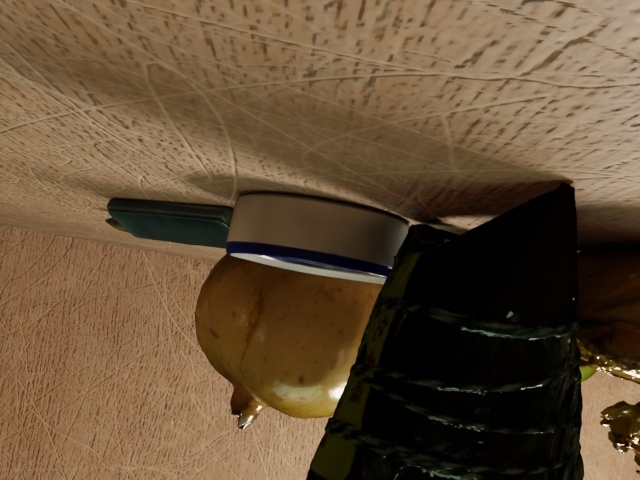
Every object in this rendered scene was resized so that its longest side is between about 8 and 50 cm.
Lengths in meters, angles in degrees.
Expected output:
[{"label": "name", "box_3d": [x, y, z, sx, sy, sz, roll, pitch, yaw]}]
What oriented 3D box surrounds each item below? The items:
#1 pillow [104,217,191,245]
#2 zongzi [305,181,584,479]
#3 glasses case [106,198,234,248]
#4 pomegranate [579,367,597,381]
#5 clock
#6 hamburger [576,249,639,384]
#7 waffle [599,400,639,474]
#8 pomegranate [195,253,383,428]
[{"label": "pillow", "box_3d": [-0.316, -0.018, 1.545, 0.203, 0.038, 0.113, 13, 173, -36]}, {"label": "zongzi", "box_3d": [0.151, 0.114, 0.717, 0.318, 0.384, 0.362, 6, 163, -7]}, {"label": "glasses case", "box_3d": [-0.216, -0.024, 1.221, 0.266, 0.056, 0.105, 6, 174, 37]}, {"label": "pomegranate", "box_3d": [0.471, 0.181, 1.469, 0.159, 0.190, 0.240, -22, 157, 29]}, {"label": "clock", "box_3d": [0.000, 0.000, 0.976, 0.230, 0.083, 0.230, 12, 176, 1]}, {"label": "hamburger", "box_3d": [0.375, 0.094, 0.836, 0.318, 0.158, 0.318, 9, 176, 1]}, {"label": "waffle", "box_3d": [0.495, 0.268, 0.893, 0.325, 0.068, 0.302, 35, 159, -24]}, {"label": "pomegranate", "box_3d": [-0.052, 0.150, 1.269, 0.342, 0.343, 0.342, 10, 174, 1]}]
